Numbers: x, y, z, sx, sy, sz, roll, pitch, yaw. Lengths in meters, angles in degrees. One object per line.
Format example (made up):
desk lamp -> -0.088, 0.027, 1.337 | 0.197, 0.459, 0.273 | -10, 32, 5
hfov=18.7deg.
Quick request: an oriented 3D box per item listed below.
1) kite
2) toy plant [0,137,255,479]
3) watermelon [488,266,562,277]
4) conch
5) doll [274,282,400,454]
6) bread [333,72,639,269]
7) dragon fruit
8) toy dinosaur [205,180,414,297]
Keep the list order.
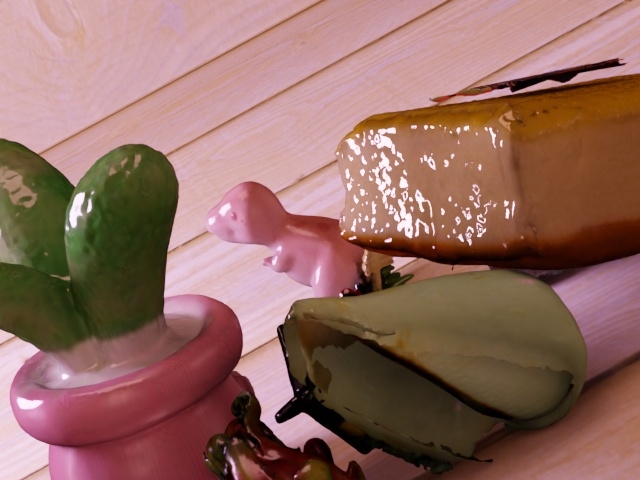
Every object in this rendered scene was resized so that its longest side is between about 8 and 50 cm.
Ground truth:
kite -> 0.184, -0.141, 1.743 | 0.183, 0.014, 0.241 | -12, 5, -10
toy plant -> -0.191, 0.086, 1.688 | 0.210, 0.356, 0.317 | -34, 20, -27
watermelon -> 0.189, 0.031, 1.828 | 0.085, 0.085, 0.061 | -8, 66, 48
conch -> 0.092, 0.105, 1.531 | 0.251, 0.137, 0.143 | -14, -34, -26
doll -> 0.035, 0.102, 1.639 | 0.127, 0.088, 0.249 | 30, 23, 23
bread -> 0.221, -0.066, 1.710 | 0.333, 0.143, 0.323 | -11, 6, -23
dragon fruit -> -0.037, 0.207, 1.567 | 0.138, 0.175, 0.142 | -28, -16, -36
toy dinosaur -> 0.003, -0.004, 1.969 | 0.194, 0.177, 0.152 | -18, 21, 25
